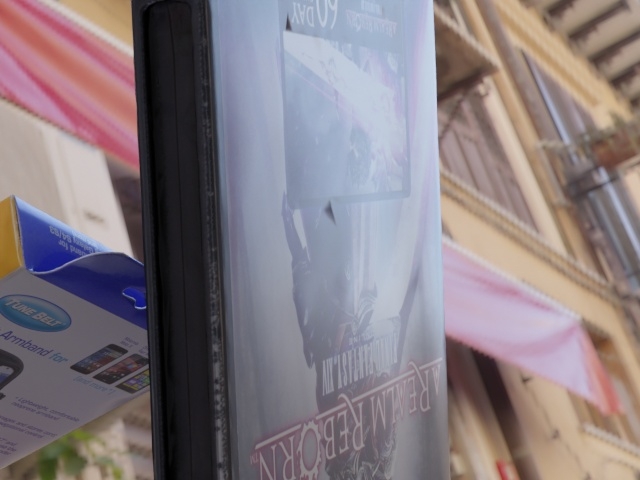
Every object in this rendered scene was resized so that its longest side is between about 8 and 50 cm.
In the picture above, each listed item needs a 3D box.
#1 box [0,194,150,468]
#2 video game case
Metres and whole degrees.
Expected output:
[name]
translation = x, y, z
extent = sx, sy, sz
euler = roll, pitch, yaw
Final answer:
[box]
translation = -0.099, 0.034, 0.413
extent = 0.136, 0.028, 0.081
euler = -30, -35, 19
[video game case]
translation = 0.000, 0.000, 0.442
extent = 0.026, 0.274, 0.196
euler = -2, 3, 22
